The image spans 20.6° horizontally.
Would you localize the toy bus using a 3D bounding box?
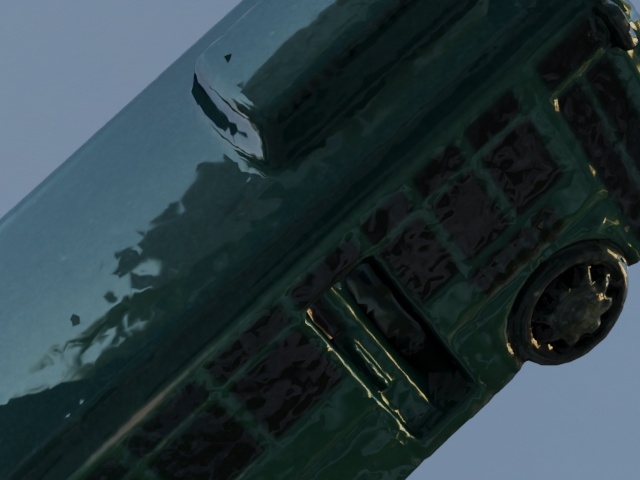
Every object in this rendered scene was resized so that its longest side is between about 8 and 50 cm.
[{"bbox_3d":[0.000,0.000,0.578,0.256,0.128,0.147,-43,-46,-2],"label":"toy bus"}]
